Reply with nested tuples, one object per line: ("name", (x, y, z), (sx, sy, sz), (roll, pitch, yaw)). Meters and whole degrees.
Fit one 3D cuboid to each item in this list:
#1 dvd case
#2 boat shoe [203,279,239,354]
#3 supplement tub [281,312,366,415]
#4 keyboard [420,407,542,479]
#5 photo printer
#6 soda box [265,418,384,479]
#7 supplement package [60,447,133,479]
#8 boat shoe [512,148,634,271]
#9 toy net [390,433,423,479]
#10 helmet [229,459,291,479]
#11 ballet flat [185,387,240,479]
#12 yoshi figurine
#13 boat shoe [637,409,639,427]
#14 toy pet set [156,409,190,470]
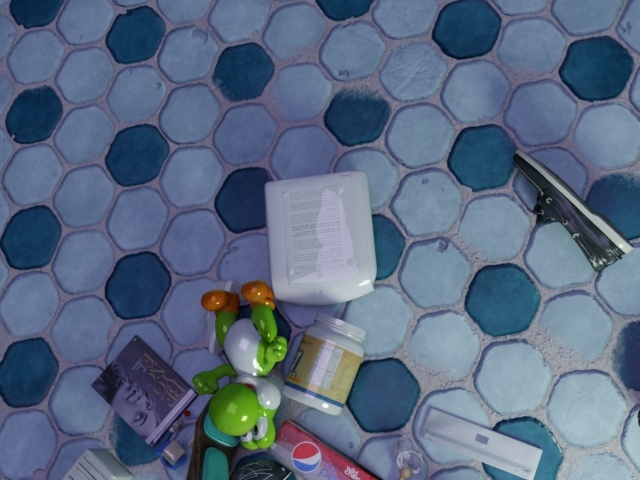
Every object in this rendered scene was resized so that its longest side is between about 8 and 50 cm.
("dvd case", (-0.424, 0.359, 1.947), (0.221, 0.018, 0.164), (40, 85, 17))
("boat shoe", (-0.248, 0.181, 1.940), (0.063, 0.066, 0.184), (4, 78, 26))
("supplement tub", (0.012, 0.277, 1.821), (0.144, 0.144, 0.199), (19, 79, 15))
("keyboard", (0.353, 0.447, 1.785), (0.256, 0.014, 0.072), (19, 75, 14))
("photo printer", (0.000, 0.000, 1.915), (0.256, 0.107, 0.307), (-8, 75, 9))
("soda box", (0.014, 0.503, 1.794), (0.263, 0.083, 0.092), (31, 83, 16))
("supplement package", (-0.539, 0.581, 1.864), (0.105, 0.105, 0.179), (36, 84, 19))
("boat shoe", (0.540, -0.065, 1.830), (0.340, 0.127, 0.113), (45, 110, 15))
("toy net", (0.198, 0.535, 1.751), (0.122, 0.045, 0.232), (-13, 69, 33))
("helmet", (-0.135, 0.563, 1.767), (0.170, 0.169, 0.161), (-17, 87, 6))
("ballet flat", (-0.245, 0.473, 1.783), (0.124, 0.116, 0.342), (-42, 25, 28))
("yoshi figurine", (-0.175, 0.275, 1.779), (0.203, 0.203, 0.361), (-1, 71, -23))
("boat shoe", (0.831, 0.409, 1.644), (0.356, 0.132, 0.130), (6, 77, 13))
("toy pet set", (-0.313, 0.481, 1.885), (0.122, 0.065, 0.114), (44, 55, 8))
